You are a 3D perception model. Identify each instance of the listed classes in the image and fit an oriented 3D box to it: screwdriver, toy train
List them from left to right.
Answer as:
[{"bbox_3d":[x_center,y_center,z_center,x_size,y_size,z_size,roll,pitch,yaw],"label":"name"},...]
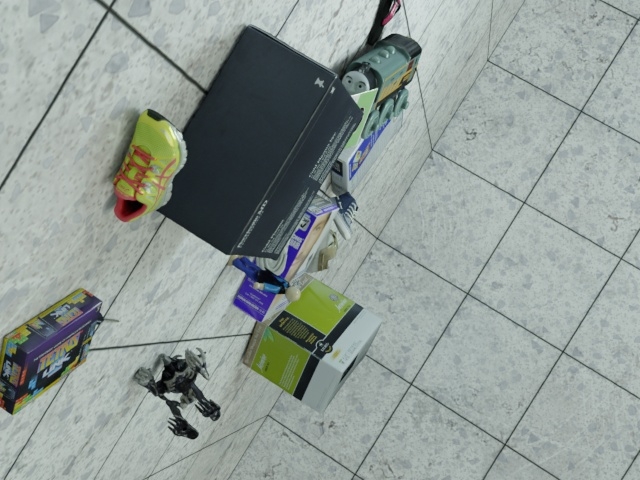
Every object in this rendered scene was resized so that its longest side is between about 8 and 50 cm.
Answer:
[{"bbox_3d":[-0.382,0.143,1.436,0.170,0.024,0.025,77,16,-77],"label":"screwdriver"},{"bbox_3d":[0.131,-0.377,1.962,0.334,0.142,0.190,-42,154,-50],"label":"toy train"}]

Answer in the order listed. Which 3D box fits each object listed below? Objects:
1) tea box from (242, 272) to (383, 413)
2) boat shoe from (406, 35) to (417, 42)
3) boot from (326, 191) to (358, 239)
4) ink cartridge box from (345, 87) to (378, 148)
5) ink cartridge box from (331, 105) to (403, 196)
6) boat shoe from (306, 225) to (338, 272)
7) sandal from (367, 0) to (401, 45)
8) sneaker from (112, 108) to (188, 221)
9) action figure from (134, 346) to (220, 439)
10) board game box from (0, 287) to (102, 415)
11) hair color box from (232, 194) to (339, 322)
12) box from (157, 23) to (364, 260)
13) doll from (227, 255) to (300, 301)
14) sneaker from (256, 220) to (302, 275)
[{"bbox_3d":[-0.025,0.333,2.701,0.329,0.324,0.220,-43,160,-51],"label":"tea box"},{"bbox_3d":[0.242,-0.531,2.241,0.056,0.048,0.153,-61,168,15],"label":"boat shoe"},{"bbox_3d":[0.075,-0.078,2.336,0.086,0.190,0.069,-25,130,-3],"label":"boot"},{"bbox_3d":[0.007,-0.257,1.786,0.235,0.056,0.171,-26,150,-39],"label":"ink cartridge box"},{"bbox_3d":[0.137,-0.297,2.384,0.307,0.072,0.303,-57,168,-14],"label":"ink cartridge box"},{"bbox_3d":[0.000,0.000,2.393,0.302,0.103,0.113,115,-24,-60],"label":"boat shoe"},{"bbox_3d":[0.160,-0.530,1.907,0.067,0.040,0.179,-46,164,-42],"label":"sandal"},{"bbox_3d":[-0.256,-0.098,1.179,0.094,0.081,0.208,-46,164,-40],"label":"sneaker"},{"bbox_3d":[-0.315,0.312,1.818,0.164,0.276,0.141,-31,124,-10],"label":"action figure"},{"bbox_3d":[-0.423,0.170,1.264,0.170,0.048,0.141,-42,162,-55],"label":"board game box"},{"bbox_3d":[-0.092,0.041,2.195,0.338,0.110,0.185,-63,167,18],"label":"hair color box"},{"bbox_3d":[-0.101,-0.155,1.441,0.343,0.179,0.312,-59,170,3],"label":"box"},{"bbox_3d":[-0.131,0.091,1.940,0.046,0.189,0.129,-61,169,16],"label":"doll"},{"bbox_3d":[-0.108,-0.029,2.034,0.095,0.090,0.235,-131,-117,-72],"label":"sneaker"}]
